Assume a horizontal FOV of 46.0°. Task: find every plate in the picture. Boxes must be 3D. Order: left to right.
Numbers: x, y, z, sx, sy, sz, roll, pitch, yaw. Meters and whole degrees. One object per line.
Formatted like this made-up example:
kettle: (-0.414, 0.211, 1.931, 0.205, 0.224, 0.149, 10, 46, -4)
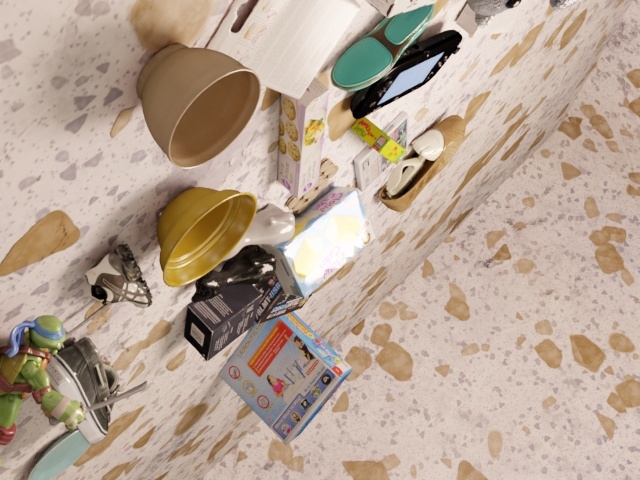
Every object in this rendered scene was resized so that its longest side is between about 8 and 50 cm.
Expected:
plate: (-0.588, 0.482, 1.712, 0.188, 0.024, 0.188, -42, 163, -16)

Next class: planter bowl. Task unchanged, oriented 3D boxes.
planter bowl: (-0.174, -0.192, 1.003, 0.162, 0.109, 0.162, -44, 165, -15)
planter bowl: (-0.219, -0.027, 1.321, 0.217, 0.090, 0.217, -42, 163, -16)

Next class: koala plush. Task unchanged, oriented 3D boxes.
koala plush: (0.394, -0.547, 1.560, 0.221, 0.203, 0.196, -35, 146, 14)

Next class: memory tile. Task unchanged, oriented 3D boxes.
memory tile: (-0.018, -0.127, 1.755, 0.148, 0.012, 0.113, -49, 164, 7)

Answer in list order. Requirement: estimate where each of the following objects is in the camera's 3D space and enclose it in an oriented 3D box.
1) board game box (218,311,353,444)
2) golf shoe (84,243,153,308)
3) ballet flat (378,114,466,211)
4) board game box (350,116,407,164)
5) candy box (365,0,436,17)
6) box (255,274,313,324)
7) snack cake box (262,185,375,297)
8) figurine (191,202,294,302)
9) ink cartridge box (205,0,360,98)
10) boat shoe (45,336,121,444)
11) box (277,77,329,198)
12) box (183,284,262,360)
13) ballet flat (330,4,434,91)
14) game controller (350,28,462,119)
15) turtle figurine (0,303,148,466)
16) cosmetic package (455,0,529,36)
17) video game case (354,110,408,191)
board game box: (-0.109, 0.392, 2.245, 0.308, 0.302, 0.086, -54, 164, 24)
golf shoe: (-0.347, 0.074, 1.291, 0.094, 0.077, 0.198, -28, 156, -13)
ballet flat: (0.282, -0.225, 2.181, 0.124, 0.116, 0.342, 8, 129, -48)
board game box: (0.140, -0.233, 1.762, 0.043, 0.092, 0.181, -49, 164, 10)
candy box: (0.171, -0.488, 1.265, 0.165, 0.070, 0.196, -33, 158, -43)
box: (-0.049, 0.083, 2.074, 0.293, 0.073, 0.295, -52, 164, 18)
snack cake box: (0.000, 0.000, 1.836, 0.264, 0.089, 0.152, -40, 120, -28)
figurine: (-0.172, 0.031, 1.612, 0.209, 0.092, 0.215, -26, 153, -43)
ink cartridge box: (-0.064, -0.323, 1.127, 0.224, 0.056, 0.181, 11, 122, -50)
boat shoe: (-0.442, 0.297, 1.462, 0.119, 0.121, 0.335, -36, 159, -23)
box: (-0.037, -0.194, 1.445, 0.063, 0.067, 0.324, -40, 164, -21)
box: (-0.232, 0.178, 1.782, 0.158, 0.093, 0.156, -36, 161, -32)
ballet flat: (0.118, -0.363, 1.423, 0.247, 0.083, 0.087, -44, 178, -4)
game controller: (0.187, -0.360, 1.630, 0.319, 0.067, 0.166, -33, 159, -40)
turtle figurine: (-0.439, 0.244, 1.210, 0.266, 0.198, 0.274, -47, 161, 13)
cosmetic package: (0.410, -0.544, 1.779, 0.239, 0.060, 0.099, -26, 155, -53)
video game case: (0.160, -0.228, 1.964, 0.183, 0.023, 0.201, -45, 163, -9)
